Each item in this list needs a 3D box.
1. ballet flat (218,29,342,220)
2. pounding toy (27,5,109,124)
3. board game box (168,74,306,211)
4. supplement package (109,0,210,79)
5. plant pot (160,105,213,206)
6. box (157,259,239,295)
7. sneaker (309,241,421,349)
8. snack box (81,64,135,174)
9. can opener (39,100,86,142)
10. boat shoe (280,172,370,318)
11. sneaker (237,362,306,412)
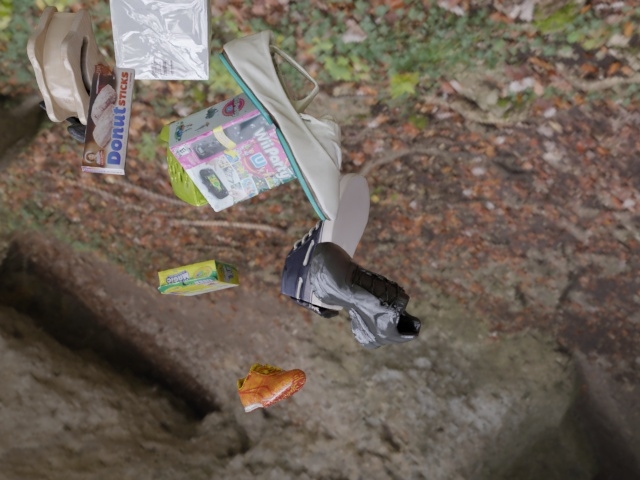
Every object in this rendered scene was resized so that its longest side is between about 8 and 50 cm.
[{"bbox_3d":[-0.042,-0.228,1.514,0.400,0.139,0.139,58,162,12],"label":"ballet flat"},{"bbox_3d":[-0.394,-0.282,1.463,0.155,0.154,0.269,8,133,15],"label":"pounding toy"},{"bbox_3d":[-0.170,-0.224,1.933,0.097,0.304,0.224,-99,-18,-47],"label":"board game box"},{"bbox_3d":[-0.343,-0.498,1.816,0.262,0.200,0.198,-98,9,-55],"label":"supplement package"},{"bbox_3d":[-0.302,-0.241,2.233,0.228,0.227,0.207,26,136,60],"label":"plant pot"},{"bbox_3d":[-0.215,0.067,1.445,0.179,0.105,0.043,29,-132,-82],"label":"box"},{"bbox_3d":[0.087,0.094,1.485,0.130,0.109,0.286,-7,141,37],"label":"sneaker"},{"bbox_3d":[-0.328,-0.188,1.271,0.064,0.178,0.022,4,159,-10],"label":"snack box"},{"bbox_3d":[-0.511,-0.260,1.699,0.186,0.059,0.073,37,-166,18],"label":"can opener"},{"bbox_3d":[0.000,0.000,1.925,0.158,0.340,0.127,15,180,42],"label":"boat shoe"},{"bbox_3d":[-0.082,0.216,1.239,0.175,0.064,0.067,-30,79,51],"label":"sneaker"}]
